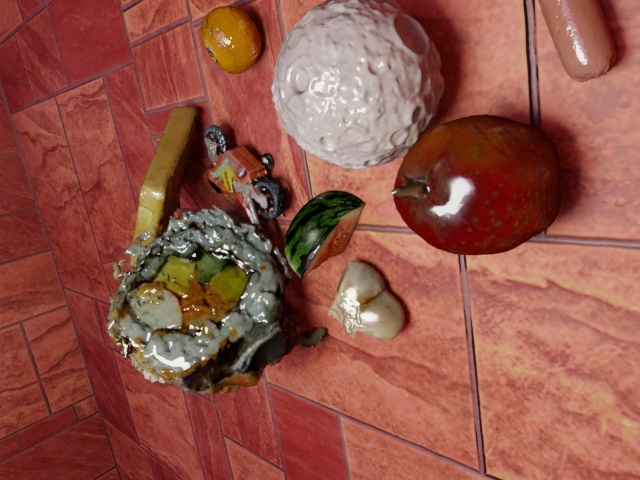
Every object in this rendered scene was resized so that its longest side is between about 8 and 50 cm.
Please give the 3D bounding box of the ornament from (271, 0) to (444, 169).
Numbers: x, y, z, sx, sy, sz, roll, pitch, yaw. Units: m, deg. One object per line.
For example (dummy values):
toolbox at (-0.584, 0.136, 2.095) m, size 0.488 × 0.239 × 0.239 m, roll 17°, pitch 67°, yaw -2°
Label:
ornament at (0.063, -0.240, 0.772) m, size 0.225 × 0.259 × 0.259 m, roll -34°, pitch 81°, yaw 49°

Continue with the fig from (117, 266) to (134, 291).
fig at (-0.502, 0.193, 1.629) m, size 0.275 × 0.206 × 0.206 m, roll 44°, pitch 135°, yaw 6°

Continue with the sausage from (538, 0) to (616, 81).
sausage at (0.317, -0.273, 0.631) m, size 0.062 × 0.062 × 0.154 m, roll -20°, pitch 91°, yaw 49°

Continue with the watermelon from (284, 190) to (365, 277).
watermelon at (-0.013, -0.014, 1.032) m, size 0.193 × 0.145 × 0.137 m, roll -11°, pitch 103°, yaw 48°

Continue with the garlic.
garlic at (0.095, 0.126, 1.024) m, size 0.174 × 0.099 × 0.124 m, roll 45°, pitch 115°, yaw 18°

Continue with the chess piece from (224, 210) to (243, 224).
chess piece at (-0.237, -0.035, 1.338) m, size 0.084 × 0.038 × 0.083 m, roll 21°, pitch 122°, yaw 37°

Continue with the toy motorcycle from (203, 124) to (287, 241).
toy motorcycle at (-0.184, -0.141, 1.198) m, size 0.298 × 0.089 × 0.171 m, roll 46°, pitch 136°, yaw 22°

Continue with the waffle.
waffle at (-0.388, -0.138, 1.277) m, size 0.304 × 0.078 × 0.348 m, roll 118°, pitch 162°, yaw -46°

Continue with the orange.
orange at (-0.183, -0.420, 1.056) m, size 0.135 × 0.117 × 0.135 m, roll 47°, pitch 179°, yaw 1°

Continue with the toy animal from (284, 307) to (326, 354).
toy animal at (-0.093, 0.208, 1.252) m, size 0.214 × 0.094 × 0.186 m, roll 53°, pitch 129°, yaw 29°

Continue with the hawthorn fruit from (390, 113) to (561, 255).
hawthorn fruit at (0.206, -0.078, 0.712) m, size 0.215 × 0.250 × 0.215 m, roll -179°, pitch 90°, yaw -65°

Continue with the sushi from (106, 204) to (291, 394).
sushi at (-0.257, 0.130, 1.105) m, size 0.417 × 0.417 × 0.176 m, roll 55°, pitch 157°, yaw 14°
